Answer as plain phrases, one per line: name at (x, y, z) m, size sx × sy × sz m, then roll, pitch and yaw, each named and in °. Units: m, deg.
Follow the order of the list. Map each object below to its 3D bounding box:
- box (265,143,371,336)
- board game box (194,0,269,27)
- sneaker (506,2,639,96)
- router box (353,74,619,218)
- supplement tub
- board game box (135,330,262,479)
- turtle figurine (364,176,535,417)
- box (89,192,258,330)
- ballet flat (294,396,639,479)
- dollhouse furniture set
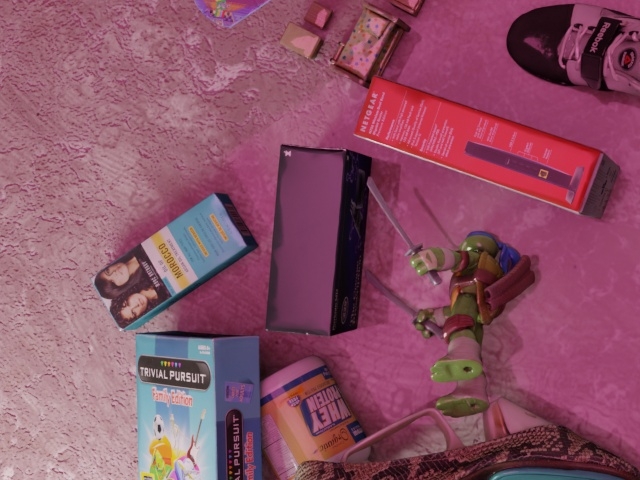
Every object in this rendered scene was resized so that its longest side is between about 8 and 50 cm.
box at (0.000, 0.000, 1.910) m, size 0.103 × 0.184 × 0.261 m, roll 5°, pitch 91°, yaw 16°
board game box at (-0.129, -0.412, 2.028) m, size 0.168 × 0.033 × 0.133 m, roll -31°, pitch 82°, yaw 13°
sneaker at (0.411, -0.259, 1.821) m, size 0.330 × 0.146 × 0.122 m, roll 15°, pitch 95°, yaw 17°
router box at (0.232, -0.118, 1.768) m, size 0.301 × 0.335 × 0.082 m, roll 21°, pitch 96°, yaw 15°
supplement tub at (-0.016, 0.283, 1.931) m, size 0.144 × 0.144 × 0.200 m, roll -32°, pitch 82°, yaw 13°
board game box at (-0.180, 0.304, 1.937) m, size 0.254 × 0.079 × 0.336 m, roll -4°, pitch 88°, yaw 57°
turtle figurine at (0.152, 0.098, 1.848) m, size 0.274 × 0.266 × 0.198 m, roll 16°, pitch 138°, yaw -16°
box at (-0.225, 0.033, 2.036) m, size 0.244 × 0.060 × 0.100 m, roll -34°, pitch 81°, yaw 12°
ballet flat at (0.194, 0.307, 1.827) m, size 0.482 × 0.164 × 0.182 m, roll -9°, pitch 56°, yaw -11°
dollhouse furniture set at (0.045, -0.336, 1.943) m, size 0.161 × 0.101 × 0.182 m, roll 29°, pitch 97°, yaw 14°
